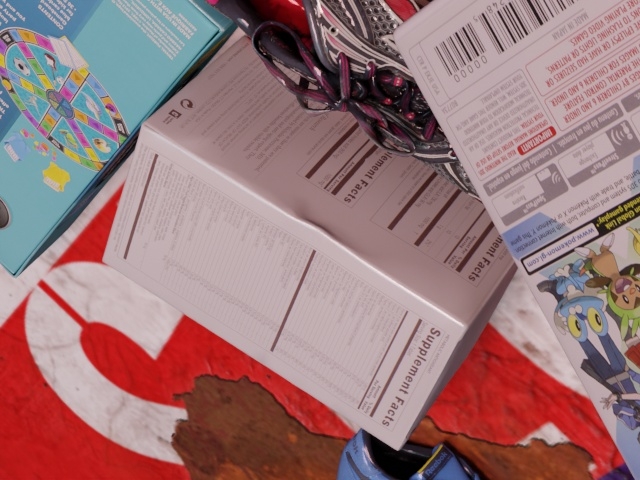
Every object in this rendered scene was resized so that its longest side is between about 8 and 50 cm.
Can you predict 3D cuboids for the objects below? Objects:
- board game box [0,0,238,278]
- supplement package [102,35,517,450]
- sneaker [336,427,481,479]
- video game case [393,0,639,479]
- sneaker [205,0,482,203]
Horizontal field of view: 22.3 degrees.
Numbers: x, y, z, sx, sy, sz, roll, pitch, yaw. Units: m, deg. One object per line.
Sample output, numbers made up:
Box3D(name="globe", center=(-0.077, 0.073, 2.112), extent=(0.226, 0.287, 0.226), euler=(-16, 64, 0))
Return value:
Box3D(name="board game box", center=(-0.222, -0.158, 1.152), extent=(0.254, 0.079, 0.336), euler=(44, 135, -3))
Box3D(name="supplement package", center=(0.000, 0.000, 1.088), extent=(0.244, 0.134, 0.139), euler=(32, 134, 9))
Box3D(name="sneaker", center=(0.108, 0.208, 1.222), extent=(0.209, 0.069, 0.082), euler=(27, 129, 14))
Box3D(name="video game case", center=(0.217, -0.055, 0.803), extent=(0.329, 0.036, 0.300), euler=(-33, 84, 43))
Box3D(name="sneaker", center=(0.040, -0.104, 1.002), extent=(0.299, 0.112, 0.121), euler=(39, 135, 1))
